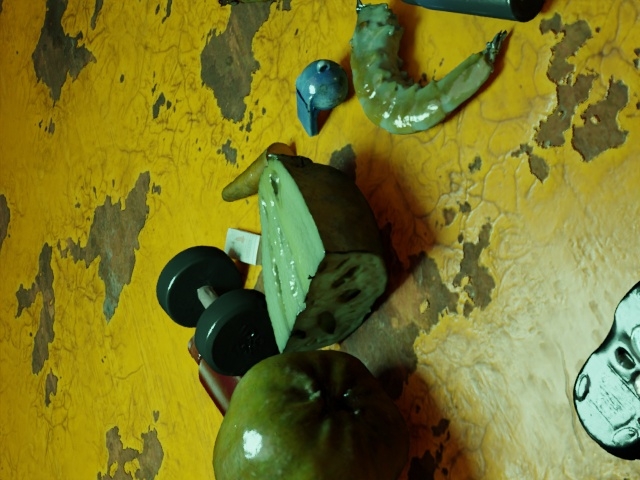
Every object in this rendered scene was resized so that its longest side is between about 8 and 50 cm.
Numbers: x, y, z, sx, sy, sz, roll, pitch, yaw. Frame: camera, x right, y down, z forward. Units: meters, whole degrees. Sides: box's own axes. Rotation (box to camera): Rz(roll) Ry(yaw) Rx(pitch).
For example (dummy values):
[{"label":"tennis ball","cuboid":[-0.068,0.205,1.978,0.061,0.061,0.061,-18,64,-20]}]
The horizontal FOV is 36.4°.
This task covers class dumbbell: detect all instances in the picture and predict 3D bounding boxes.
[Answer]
[{"label":"dumbbell","cuboid":[-0.177,0.119,1.698,0.218,0.152,0.152,41,116,46]}]

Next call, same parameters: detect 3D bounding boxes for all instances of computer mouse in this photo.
[{"label":"computer mouse","cuboid":[0.372,0.133,1.056,0.233,0.096,0.137,-60,38,31]}]

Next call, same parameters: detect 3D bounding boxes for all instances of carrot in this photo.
[{"label":"carrot","cuboid":[-0.124,-0.110,1.754,0.210,0.061,0.061,-30,61,51]}]

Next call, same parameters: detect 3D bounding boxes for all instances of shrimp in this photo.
[{"label":"shrimp","cuboid":[0.133,-0.247,1.439,0.287,0.068,0.185,28,107,48]}]

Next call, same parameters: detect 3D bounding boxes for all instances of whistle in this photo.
[{"label":"whistle","cuboid":[0.005,-0.245,1.602,0.158,0.090,0.090,87,168,-62]}]

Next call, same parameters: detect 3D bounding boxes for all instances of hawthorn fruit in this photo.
[{"label":"hawthorn fruit","cuboid":[-0.023,0.312,1.397,0.301,0.268,0.267,-58,44,42]}]

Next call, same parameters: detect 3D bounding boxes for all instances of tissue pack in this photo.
[{"label":"tissue pack","cuboid":[-0.137,0.011,1.767,0.108,0.023,0.056,15,96,51]}]

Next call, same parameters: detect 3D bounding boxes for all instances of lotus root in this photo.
[{"label":"lotus root","cuboid":[-0.007,-0.002,1.518,0.267,0.149,0.260,113,147,-46]}]

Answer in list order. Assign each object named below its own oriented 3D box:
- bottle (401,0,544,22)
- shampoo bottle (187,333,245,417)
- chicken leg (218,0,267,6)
[{"label":"bottle","cuboid":[0.203,-0.353,1.365,0.244,0.082,0.072,25,77,48]},{"label":"shampoo bottle","cuboid":[-0.158,0.255,1.720,0.260,0.064,0.102,45,119,45]},{"label":"chicken leg","cuboid":[-0.094,-0.527,1.771,0.322,0.083,0.177,-54,38,29]}]
